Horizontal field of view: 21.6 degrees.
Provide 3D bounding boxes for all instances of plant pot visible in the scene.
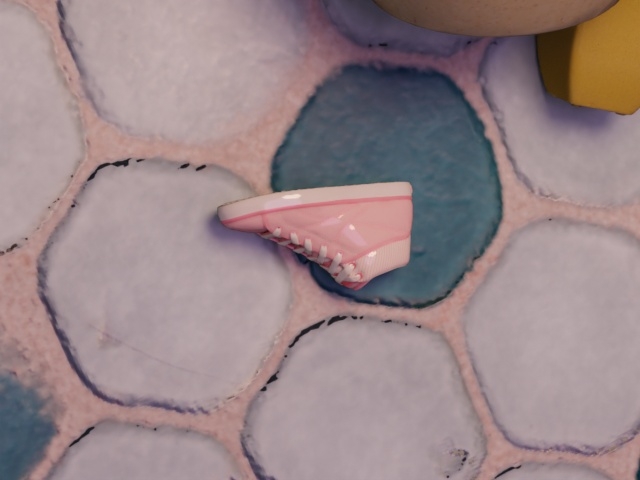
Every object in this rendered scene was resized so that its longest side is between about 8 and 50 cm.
[{"bbox_3d":[0.192,-0.132,1.139,0.081,0.081,0.083,9,103,-16],"label":"plant pot"}]

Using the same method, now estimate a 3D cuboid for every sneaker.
[{"bbox_3d":[0.000,0.000,1.105,0.134,0.051,0.070,-5,90,-20],"label":"sneaker"}]

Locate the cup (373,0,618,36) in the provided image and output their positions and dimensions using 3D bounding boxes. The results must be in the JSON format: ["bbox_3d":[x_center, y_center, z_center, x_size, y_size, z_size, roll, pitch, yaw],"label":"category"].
[{"bbox_3d":[0.108,-0.264,1.008,0.331,0.331,0.237,-13,124,-15],"label":"cup"}]
